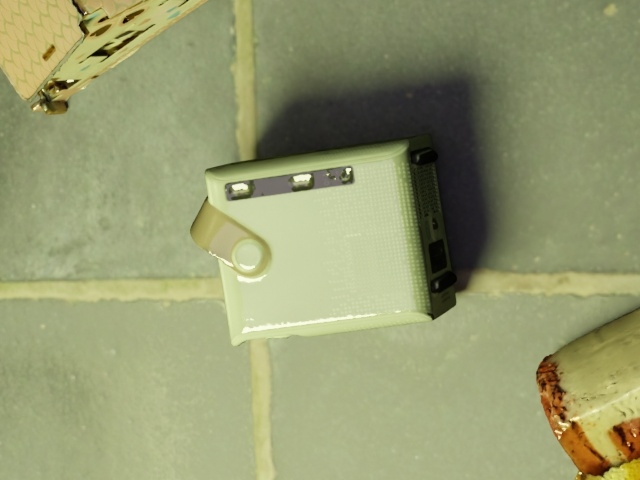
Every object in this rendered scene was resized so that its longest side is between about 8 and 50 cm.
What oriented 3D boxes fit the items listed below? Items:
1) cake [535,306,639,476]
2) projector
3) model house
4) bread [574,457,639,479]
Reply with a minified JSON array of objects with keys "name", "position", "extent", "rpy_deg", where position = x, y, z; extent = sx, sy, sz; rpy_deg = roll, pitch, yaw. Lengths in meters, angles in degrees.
[{"name":"cake","position":[0.323,0.200,1.803],"extent":[0.158,0.159,0.262],"rpy_deg":[-30,88,14]},{"name":"projector","position":[0.000,0.000,1.878],"extent":[0.242,0.163,0.177],"rpy_deg":[-7,93,13]},{"name":"model house","position":[-0.224,-0.260,1.876],"extent":[0.326,0.244,0.169],"rpy_deg":[-32,89,18]},{"name":"bread","position":[0.313,0.269,1.786],"extent":[0.103,0.065,0.187],"rpy_deg":[-27,122,20]}]
